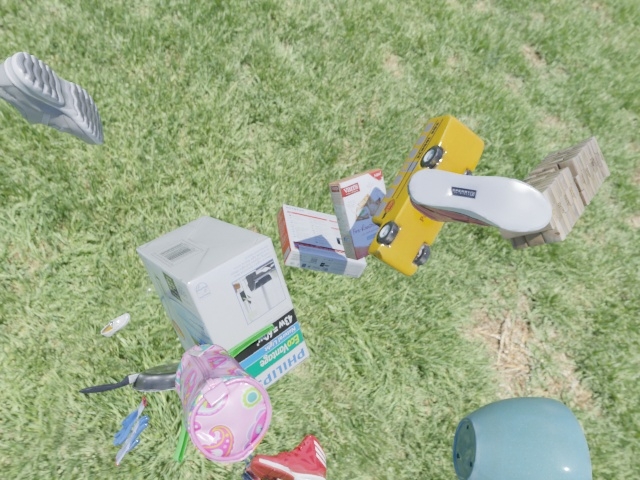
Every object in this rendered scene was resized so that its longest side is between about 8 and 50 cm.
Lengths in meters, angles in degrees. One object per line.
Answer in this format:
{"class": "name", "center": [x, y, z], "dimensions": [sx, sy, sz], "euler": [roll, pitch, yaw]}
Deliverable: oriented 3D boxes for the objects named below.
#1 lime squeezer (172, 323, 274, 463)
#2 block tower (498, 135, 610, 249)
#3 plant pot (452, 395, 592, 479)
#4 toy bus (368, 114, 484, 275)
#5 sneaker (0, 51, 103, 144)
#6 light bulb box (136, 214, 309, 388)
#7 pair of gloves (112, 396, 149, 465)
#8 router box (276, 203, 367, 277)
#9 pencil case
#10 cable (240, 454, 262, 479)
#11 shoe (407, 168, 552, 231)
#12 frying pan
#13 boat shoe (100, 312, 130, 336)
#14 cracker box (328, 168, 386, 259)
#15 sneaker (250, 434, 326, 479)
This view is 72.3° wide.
{"class": "lime squeezer", "center": [-0.219, 0.278, 0.885], "dimensions": [0.059, 0.109, 0.310], "euler": [52, 53, -20]}
{"class": "block tower", "center": [0.444, -0.094, 0.829], "dimensions": [0.335, 0.097, 0.091], "euler": [-33, 100, -37]}
{"class": "plant pot", "center": [0.409, 0.478, 0.963], "dimensions": [0.195, 0.290, 0.291], "euler": [13, 61, -1]}
{"class": "toy bus", "center": [0.214, -0.097, 0.932], "dimensions": [0.108, 0.130, 0.333], "euler": [31, 88, -21]}
{"class": "sneaker", "center": [-0.579, -0.290, 0.940], "dimensions": [0.115, 0.281, 0.105], "euler": [-15, 71, 6]}
{"class": "light bulb box", "center": [-0.254, 0.162, 1.139], "dimensions": [0.225, 0.357, 0.362], "euler": [-31, 118, -30]}
{"class": "pair of gloves", "center": [-0.576, 0.576, 1.327], "dimensions": [0.023, 0.198, 0.159], "euler": [37, 84, -25]}
{"class": "router box", "center": [0.000, 0.000, 1.830], "dimensions": [0.335, 0.082, 0.301], "euler": [12, 37, -22]}
{"class": "pencil case", "center": [-0.170, 0.245, 0.708], "dimensions": [0.124, 0.284, 0.124], "euler": [1, 88, -22]}
{"class": "cable", "center": [-0.181, 0.887, 1.558], "dimensions": [0.287, 0.139, 0.072], "euler": [38, 78, 20]}
{"class": "shoe", "center": [0.203, -0.050, 0.581], "dimensions": [0.177, 0.081, 0.064], "euler": [14, 88, 12]}
{"class": "frying pan", "center": [-0.480, 0.384, 1.237], "dimensions": [0.325, 0.197, 0.053], "euler": [-4, 87, 17]}
{"class": "boat shoe", "center": [-0.643, 0.262, 1.370], "dimensions": [0.100, 0.035, 0.035], "euler": [-37, 59, 1]}
{"class": "cracker box", "center": [0.126, -0.078, 1.288], "dimensions": [0.155, 0.067, 0.233], "euler": [-23, 107, -28]}
{"class": "sneaker", "center": [-0.082, 0.590, 1.191], "dimensions": [0.221, 0.087, 0.128], "euler": [30, 36, -18]}
